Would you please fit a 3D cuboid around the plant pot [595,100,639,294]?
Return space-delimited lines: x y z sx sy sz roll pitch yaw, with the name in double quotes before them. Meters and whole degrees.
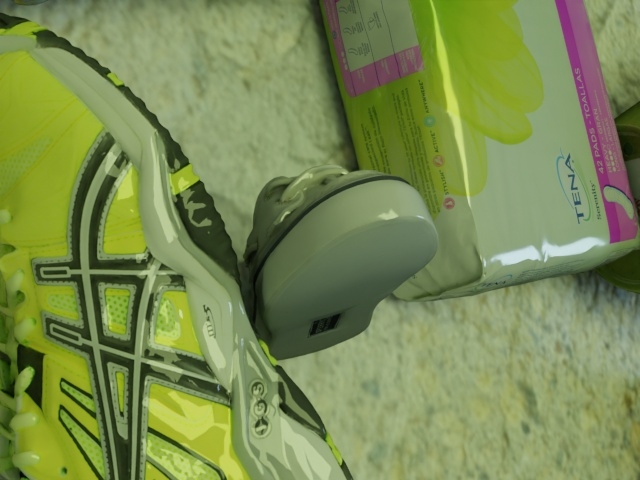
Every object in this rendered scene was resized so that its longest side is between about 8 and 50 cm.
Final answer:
"plant pot" 0.363 -0.044 1.197 0.293 0.275 0.275 -11 85 -33

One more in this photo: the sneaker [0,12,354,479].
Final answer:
"sneaker" -0.119 0.055 0.749 0.147 0.145 0.384 -32 93 -26

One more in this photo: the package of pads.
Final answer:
"package of pads" 0.119 -0.110 1.060 0.229 0.101 0.296 -9 83 -46

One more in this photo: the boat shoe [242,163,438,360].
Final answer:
"boat shoe" 0.000 0.000 0.816 0.096 0.267 0.088 -16 76 -8

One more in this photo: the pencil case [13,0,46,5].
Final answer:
"pencil case" -0.088 -0.210 0.879 0.273 0.124 0.113 -13 63 -47
